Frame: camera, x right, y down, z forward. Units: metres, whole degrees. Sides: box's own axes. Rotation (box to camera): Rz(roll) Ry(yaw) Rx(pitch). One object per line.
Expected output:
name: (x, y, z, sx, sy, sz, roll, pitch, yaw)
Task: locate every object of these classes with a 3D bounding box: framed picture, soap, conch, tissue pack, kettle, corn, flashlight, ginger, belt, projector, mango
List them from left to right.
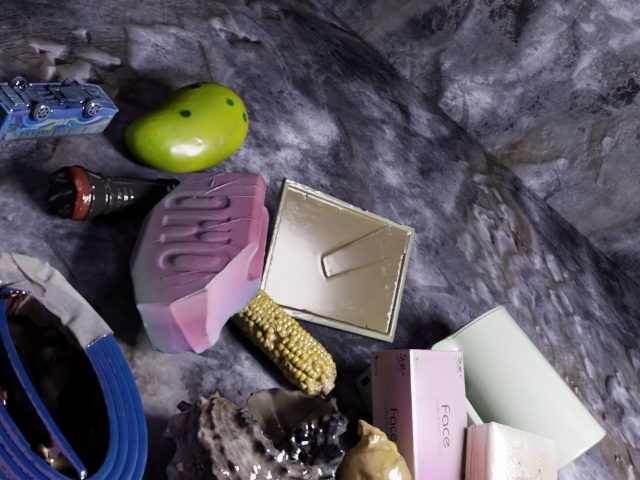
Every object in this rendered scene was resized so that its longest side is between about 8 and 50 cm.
belt: (-0.335, 0.178, 0.757, 0.212, 0.117, 0.347, -11, 60, -51)
flashlight: (-0.333, -0.075, 1.107, 0.232, 0.093, 0.093, -1, 52, -56)
mango: (-0.257, -0.222, 1.314, 0.175, 0.143, 0.293, 45, 41, 6)
soap: (-0.190, 0.024, 1.042, 0.192, 0.109, 0.324, 0, 41, 2)
conch: (-0.090, 0.287, 0.872, 0.240, 0.186, 0.313, 40, 33, 19)
corn: (-0.084, 0.150, 1.107, 0.288, 0.086, 0.086, 43, 31, 5)
framed picture: (0.037, 0.047, 1.280, 0.335, 0.022, 0.248, 18, 79, -34)
ginger: (0.094, 0.392, 0.937, 0.267, 0.152, 0.138, 58, -4, 9)
projector: (0.145, 0.288, 1.216, 0.147, 0.061, 0.115, 5, 46, -45)
tissue pack: (0.164, 0.306, 1.087, 0.148, 0.092, 0.247, 9, 75, -42)
kettle: (0.362, 0.320, 1.315, 0.264, 0.205, 0.318, -25, 67, -18)
tissue pack: (0.304, 0.470, 1.046, 0.170, 0.071, 0.326, 24, 60, -27)

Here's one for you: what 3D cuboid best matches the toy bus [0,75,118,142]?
toy bus: (-0.458, -0.219, 1.122, 0.079, 0.094, 0.236, 44, 29, 14)
